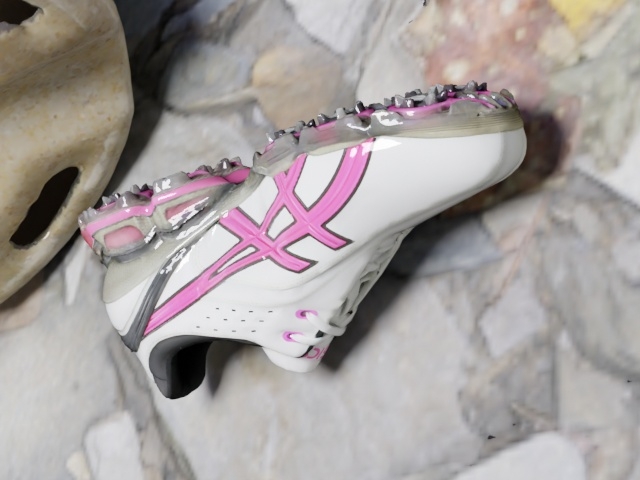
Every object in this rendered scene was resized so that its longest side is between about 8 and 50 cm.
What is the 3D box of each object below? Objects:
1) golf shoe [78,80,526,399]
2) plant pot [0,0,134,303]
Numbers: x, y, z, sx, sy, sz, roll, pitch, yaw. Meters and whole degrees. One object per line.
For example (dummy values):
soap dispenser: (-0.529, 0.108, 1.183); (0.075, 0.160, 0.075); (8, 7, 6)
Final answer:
golf shoe: (0.000, 0.000, 0.683); (0.186, 0.067, 0.086); (-21, 88, 37)
plant pot: (-0.242, -0.122, 0.821); (0.334, 0.334, 0.305); (-51, 56, 18)
